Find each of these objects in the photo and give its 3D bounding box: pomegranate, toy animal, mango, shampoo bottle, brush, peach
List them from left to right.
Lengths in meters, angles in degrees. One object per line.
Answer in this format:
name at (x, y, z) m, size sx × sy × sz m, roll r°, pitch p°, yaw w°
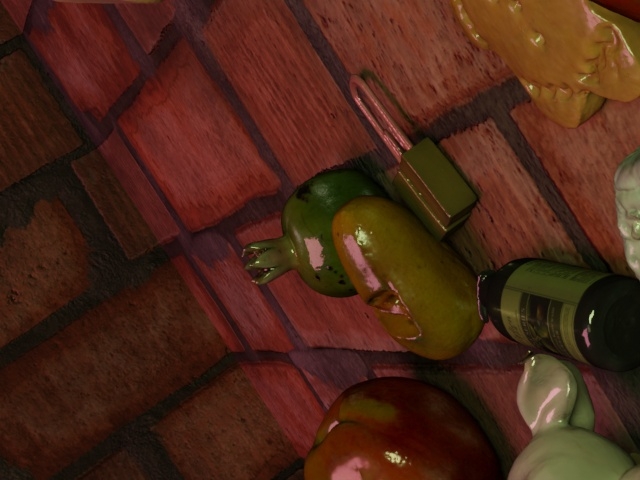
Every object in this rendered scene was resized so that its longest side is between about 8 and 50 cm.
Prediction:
pomegranate at (0.001, 0.000, 1.711) m, size 0.187 × 0.225 × 0.187 m, roll 160°, pitch 90°, yaw -78°
brush at (0.101, -0.113, 1.532) m, size 0.233 × 0.047 × 0.103 m, roll 53°, pitch 165°, yaw 12°
mango at (0.111, 0.045, 1.578) m, size 0.262 × 0.130 × 0.167 m, roll 49°, pitch -155°, yaw -16°
peach at (0.139, 0.377, 1.950) m, size 0.332 × 0.308 × 0.308 m, roll 40°, pitch 163°, yaw -5°
shampoo bottle at (0.256, 0.073, 1.369) m, size 0.101 × 0.101 × 0.284 m, roll 61°, pitch 162°, yaw -18°
toy animal at (0.314, 0.263, 1.288) m, size 0.183 × 0.247 × 0.310 m, roll 23°, pitch 171°, yaw -40°

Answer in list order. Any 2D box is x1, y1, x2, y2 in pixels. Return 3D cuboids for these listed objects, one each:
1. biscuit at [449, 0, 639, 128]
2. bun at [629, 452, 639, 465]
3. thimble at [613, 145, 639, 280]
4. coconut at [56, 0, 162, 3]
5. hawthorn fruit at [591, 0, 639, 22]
biscuit at (0.164, -0.262, 1.094) m, size 0.355 × 0.052 × 0.275 m, roll 56°, pitch 163°, yaw -5°
bun at (0.381, 0.362, 1.477) m, size 0.259 × 0.160 × 0.259 m, roll 43°, pitch 144°, yaw 44°
thimble at (0.339, -0.005, 0.929) m, size 0.237 × 0.150 × 0.237 m, roll 50°, pitch 162°, yaw 23°
coconut at (-0.292, -0.448, 1.555) m, size 0.352 × 0.352 × 0.352 m, roll 48°, pitch 161°, yaw 22°
hawthorn fruit at (0.221, -0.230, 0.752) m, size 0.250 × 0.215 × 0.215 m, roll 43°, pitch 159°, yaw 38°
